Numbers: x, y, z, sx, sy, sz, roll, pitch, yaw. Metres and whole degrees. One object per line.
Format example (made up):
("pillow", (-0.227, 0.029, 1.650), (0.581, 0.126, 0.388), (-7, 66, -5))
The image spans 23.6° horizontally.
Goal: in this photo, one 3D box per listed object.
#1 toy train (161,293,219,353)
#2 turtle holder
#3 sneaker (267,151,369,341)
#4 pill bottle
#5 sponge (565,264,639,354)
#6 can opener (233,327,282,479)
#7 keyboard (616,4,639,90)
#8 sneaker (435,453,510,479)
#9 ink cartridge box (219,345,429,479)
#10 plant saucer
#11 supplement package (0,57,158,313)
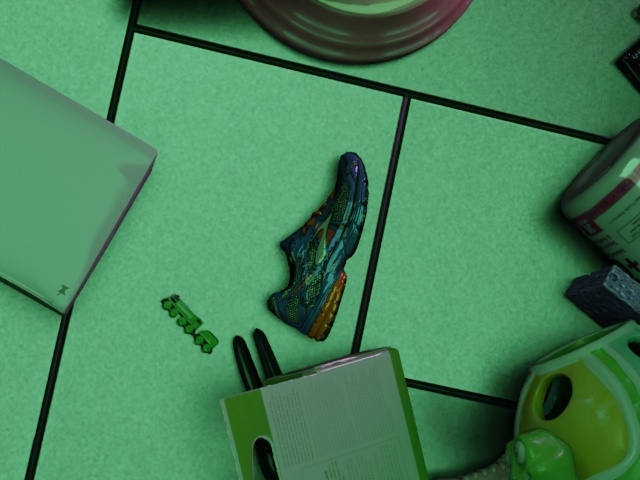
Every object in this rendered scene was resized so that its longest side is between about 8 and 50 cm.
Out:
("toy train", (-0.148, 0.094, 1.744), (0.024, 0.017, 0.083), (-43, 93, -19))
("turtle holder", (0.307, 0.227, 1.682), (0.320, 0.243, 0.227), (-23, 88, -24))
("sneaker", (0.000, 0.000, 1.744), (0.087, 0.083, 0.221), (17, 80, 1))
("pill bottle", (0.430, 0.003, 1.769), (0.283, 0.160, 0.160), (43, 81, -3))
("sponge", (0.392, 0.109, 1.776), (0.210, 0.117, 0.031), (37, 74, -5))
("can opener", (-0.054, 0.190, 1.732), (0.059, 0.073, 0.186), (-12, 79, -2))
("keyboard", (0.437, -0.259, 1.861), (0.180, 0.023, 0.108), (-42, 99, -10))
("sneaker", (0.196, 0.273, 1.768), (0.134, 0.051, 0.070), (12, 82, -11))
("ink cartridge box", (-0.014, 0.234, 1.654), (0.255, 0.097, 0.189), (-11, 87, -41))
("plant saucer", (0.045, -0.374, 1.776), (0.332, 0.084, 0.332), (1, 85, -9))
("supplement package", (-0.340, -0.069, 1.661), (0.262, 0.145, 0.204), (30, 82, -6))
